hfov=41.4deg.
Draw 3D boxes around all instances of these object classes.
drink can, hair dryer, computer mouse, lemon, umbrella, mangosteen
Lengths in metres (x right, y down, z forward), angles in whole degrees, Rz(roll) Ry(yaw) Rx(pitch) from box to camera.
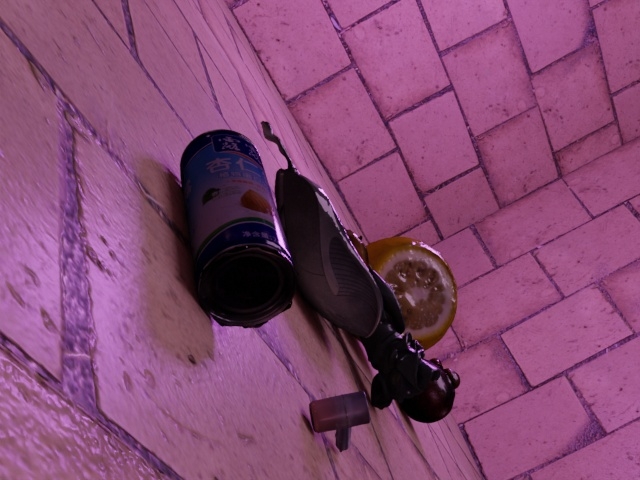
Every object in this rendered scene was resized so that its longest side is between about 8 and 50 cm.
[{"bbox_3d":[-0.088,-0.020,0.856,0.097,0.097,0.235,58,8,-35],"label":"drink can"},{"bbox_3d":[0.021,0.217,0.974,0.114,0.063,0.037,90,-13,-49],"label":"hair dryer"},{"bbox_3d":[-0.022,-0.005,1.311,0.379,0.090,0.167,64,-20,-11],"label":"computer mouse"},{"bbox_3d":[0.147,0.113,1.716,0.240,0.240,0.219,62,-20,-4],"label":"lemon"},{"bbox_3d":[0.083,0.133,1.521,0.094,0.143,0.349,18,41,-55],"label":"umbrella"},{"bbox_3d":[0.241,0.331,1.899,0.152,0.152,0.152,61,6,-10],"label":"mangosteen"}]

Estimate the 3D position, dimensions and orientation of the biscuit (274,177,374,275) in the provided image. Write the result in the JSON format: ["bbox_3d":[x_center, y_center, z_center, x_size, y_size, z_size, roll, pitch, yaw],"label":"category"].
[{"bbox_3d":[0.000,0.003,1.495,0.299,0.045,0.154,41,-34,49],"label":"biscuit"}]
